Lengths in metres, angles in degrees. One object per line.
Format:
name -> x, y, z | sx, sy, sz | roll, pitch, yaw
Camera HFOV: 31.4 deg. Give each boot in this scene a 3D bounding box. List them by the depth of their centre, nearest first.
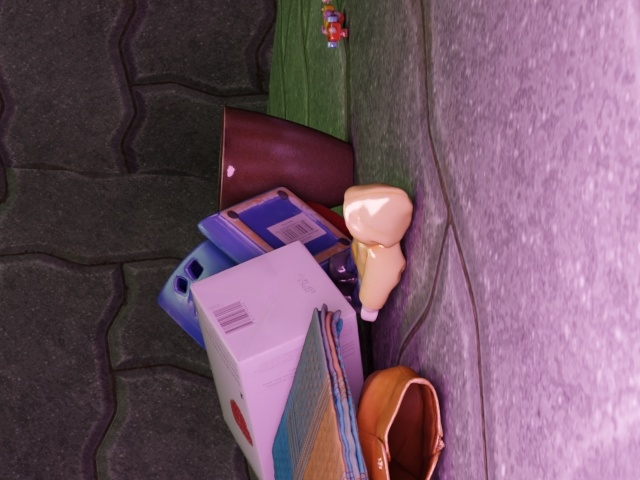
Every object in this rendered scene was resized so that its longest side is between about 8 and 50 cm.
boot -> 0.070, 0.287, 1.276 | 0.211, 0.104, 0.295 | 180, 96, -84

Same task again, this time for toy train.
toy train -> 0.031, -0.443, 2.148 | 0.125, 0.046, 0.166 | -161, 70, -82

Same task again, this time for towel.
towel -> -0.001, 0.291, 1.326 | 0.370, 0.040, 0.272 | -101, 23, -53

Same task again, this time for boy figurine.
boy figurine -> 0.063, 0.014, 1.493 | 0.285, 0.092, 0.177 | 98, 173, -68

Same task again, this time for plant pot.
plant pot -> -0.082, 0.059, 1.816 | 0.236, 0.236, 0.212 | -26, -32, -49
plant pot -> -0.062, -0.124, 2.014 | 0.215, 0.230, 0.216 | -177, 90, -83

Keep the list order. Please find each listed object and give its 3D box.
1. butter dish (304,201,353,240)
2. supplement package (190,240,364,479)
butter dish -> 0.000, 0.000, 1.955 | 0.118, 0.160, 0.160 | -31, -36, -43
supplement package -> -0.051, 0.184, 1.612 | 0.177, 0.175, 0.293 | 51, 158, 45
